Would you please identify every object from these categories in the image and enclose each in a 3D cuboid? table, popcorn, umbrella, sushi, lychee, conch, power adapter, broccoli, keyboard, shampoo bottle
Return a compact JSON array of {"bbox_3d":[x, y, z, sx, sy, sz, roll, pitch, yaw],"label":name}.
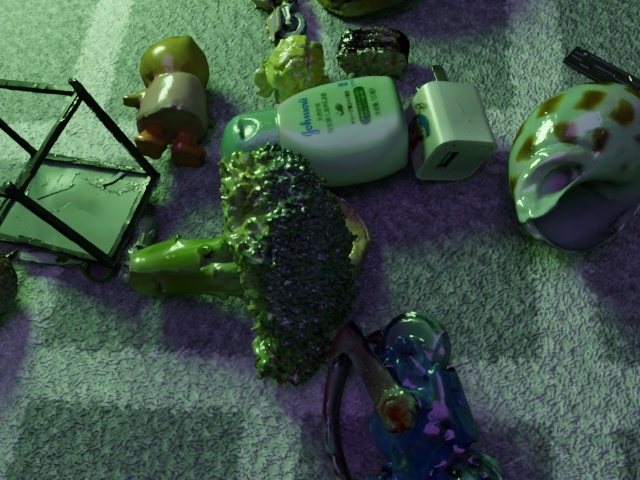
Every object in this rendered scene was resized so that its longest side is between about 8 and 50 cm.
[{"bbox_3d":[-0.533,-0.131,0.991,0.335,0.272,0.222,10,66,21],"label":"table"},{"bbox_3d":[-0.056,-0.355,1.126,0.162,0.135,0.141,8,89,-1],"label":"popcorn"},{"bbox_3d":[-0.354,0.016,1.048,0.067,0.062,0.143,15,63,-7],"label":"umbrella"},{"bbox_3d":[0.111,-0.392,1.143,0.150,0.090,0.078,6,64,12],"label":"sushi"},{"bbox_3d":[-0.648,0.076,1.015,0.165,0.165,0.197,16,31,14],"label":"lychee"},{"bbox_3d":[0.459,-0.141,0.928,0.368,0.197,0.249,-28,98,-2],"label":"conch"},{"bbox_3d":[0.228,-0.231,1.024,0.125,0.130,0.205,-1,63,-19],"label":"power adapter"},{"bbox_3d":[-0.135,0.000,0.901,0.397,0.275,0.353,28,84,33],"label":"broccoli"},{"bbox_3d":[0.568,-0.338,1.097,0.155,0.010,0.053,41,79,21],"label":"keyboard"},{"bbox_3d":[-0.017,-0.194,1.042,0.349,0.151,0.222,-11,64,4],"label":"shampoo bottle"}]

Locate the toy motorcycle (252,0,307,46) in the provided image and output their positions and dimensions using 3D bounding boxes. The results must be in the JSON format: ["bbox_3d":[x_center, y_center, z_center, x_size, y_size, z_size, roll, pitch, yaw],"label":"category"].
[{"bbox_3d":[-0.114,-0.545,1.247,0.130,0.094,0.229,-17,78,6],"label":"toy motorcycle"}]

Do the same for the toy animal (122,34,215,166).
[{"bbox_3d":[-0.304,-0.309,1.127,0.195,0.169,0.281,12,54,-33],"label":"toy animal"}]

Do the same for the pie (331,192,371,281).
[{"bbox_3d":[0.000,-0.002,1.009,0.185,0.052,0.218,-17,64,2],"label":"pie"}]

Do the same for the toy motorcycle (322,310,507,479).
[{"bbox_3d":[0.127,0.277,0.831,0.182,0.241,0.319,4,56,-34],"label":"toy motorcycle"}]

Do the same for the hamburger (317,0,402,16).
[{"bbox_3d":[0.089,-0.656,1.206,0.277,0.195,0.318,-31,64,-8],"label":"hamburger"}]

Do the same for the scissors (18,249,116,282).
[{"bbox_3d":[-0.499,0.030,1.080,0.204,0.027,0.101,2,66,7],"label":"scissors"}]
